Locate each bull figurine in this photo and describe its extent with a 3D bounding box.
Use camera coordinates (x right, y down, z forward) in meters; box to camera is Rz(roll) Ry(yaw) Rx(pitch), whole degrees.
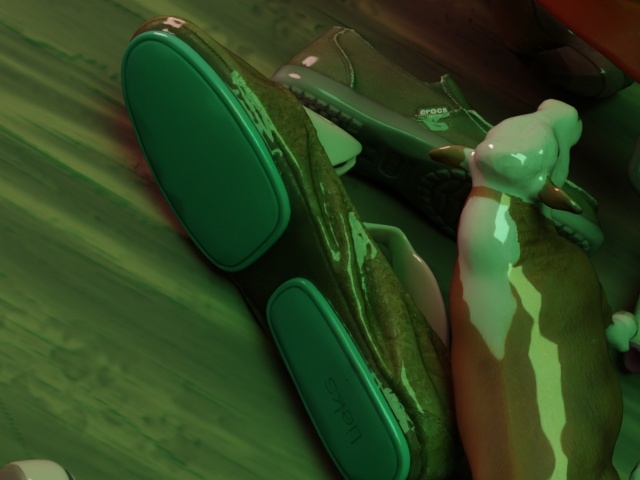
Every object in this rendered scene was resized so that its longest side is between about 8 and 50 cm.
[{"bbox_3d":[0.139,0.075,1.187,0.188,0.101,0.310,25,62,-60],"label":"bull figurine"}]

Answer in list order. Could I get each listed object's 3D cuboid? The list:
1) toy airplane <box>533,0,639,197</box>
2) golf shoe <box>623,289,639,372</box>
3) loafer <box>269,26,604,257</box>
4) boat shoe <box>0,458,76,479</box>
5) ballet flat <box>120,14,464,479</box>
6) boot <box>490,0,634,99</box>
[{"bbox_3d":[0.194,-0.235,1.269,0.384,0.272,0.386,22,28,-27],"label":"toy airplane"},{"bbox_3d":[0.339,0.119,1.326,0.306,0.115,0.140,39,67,7],"label":"golf shoe"},{"bbox_3d":[0.088,-0.069,1.307,0.251,0.094,0.087,30,62,-6],"label":"loafer"},{"bbox_3d":[-0.089,0.285,1.056,0.158,0.127,0.340,-1,74,-30],"label":"boat shoe"},{"bbox_3d":[0.000,0.000,1.234,0.124,0.116,0.342,-25,79,-44],"label":"ballet flat"},{"bbox_3d":[0.180,-0.154,1.425,0.087,0.042,0.118,-7,65,-34],"label":"boot"}]
